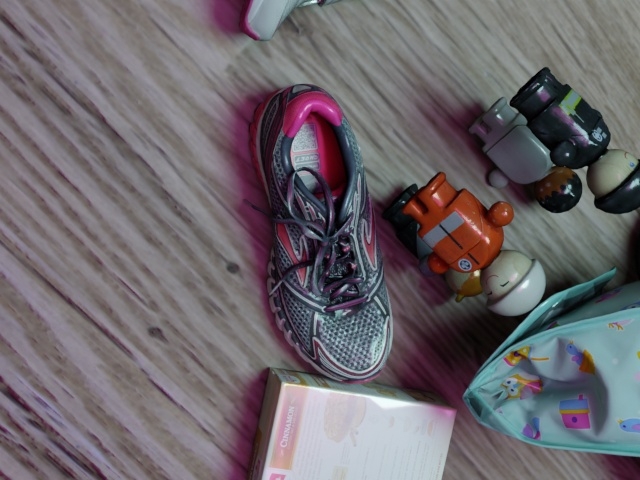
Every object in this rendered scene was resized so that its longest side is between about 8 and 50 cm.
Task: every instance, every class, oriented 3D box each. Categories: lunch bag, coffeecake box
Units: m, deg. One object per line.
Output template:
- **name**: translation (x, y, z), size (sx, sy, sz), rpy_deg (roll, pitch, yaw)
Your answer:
- **lunch bag**: translation (0.289, 0.109, 0.833), size (0.223, 0.262, 0.160), rpy_deg (-13, 89, -54)
- **coffeecake box**: translation (0.028, 0.217, 0.907), size (0.186, 0.068, 0.142), rpy_deg (11, 93, -15)

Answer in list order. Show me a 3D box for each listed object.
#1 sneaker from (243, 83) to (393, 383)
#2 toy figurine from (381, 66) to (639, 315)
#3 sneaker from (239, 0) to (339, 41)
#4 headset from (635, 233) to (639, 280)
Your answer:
- **sneaker**: translation (0.000, 0.000, 0.858), size (0.121, 0.112, 0.299), rpy_deg (-18, 100, -12)
- **toy figurine**: translation (0.180, -0.037, 0.847), size (0.148, 0.209, 0.213), rpy_deg (45, 83, -2)
- **sneaker**: translation (0.028, -0.273, 0.844), size (0.111, 0.103, 0.252), rpy_deg (44, 85, -12)
- **headset**: translation (0.469, 0.000, 0.936), size (0.244, 0.185, 0.393), rpy_deg (-11, 109, -13)
